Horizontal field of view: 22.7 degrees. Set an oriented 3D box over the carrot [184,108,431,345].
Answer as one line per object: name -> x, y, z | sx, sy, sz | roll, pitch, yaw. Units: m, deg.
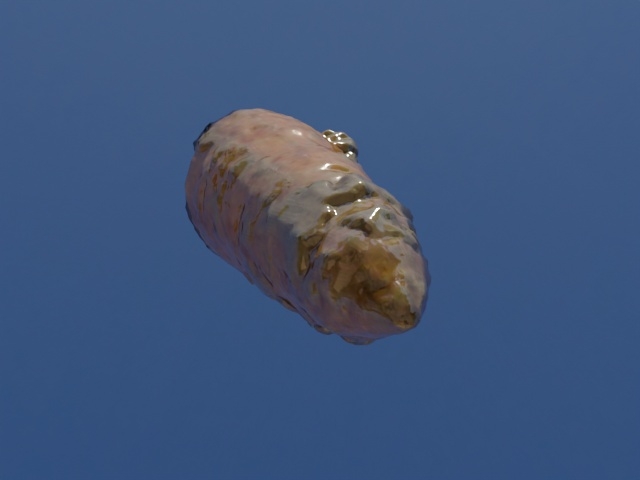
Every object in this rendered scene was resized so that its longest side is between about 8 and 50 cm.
carrot -> 0.000, 0.000, 0.813 | 0.102, 0.263, 0.101 | -5, -74, -17
